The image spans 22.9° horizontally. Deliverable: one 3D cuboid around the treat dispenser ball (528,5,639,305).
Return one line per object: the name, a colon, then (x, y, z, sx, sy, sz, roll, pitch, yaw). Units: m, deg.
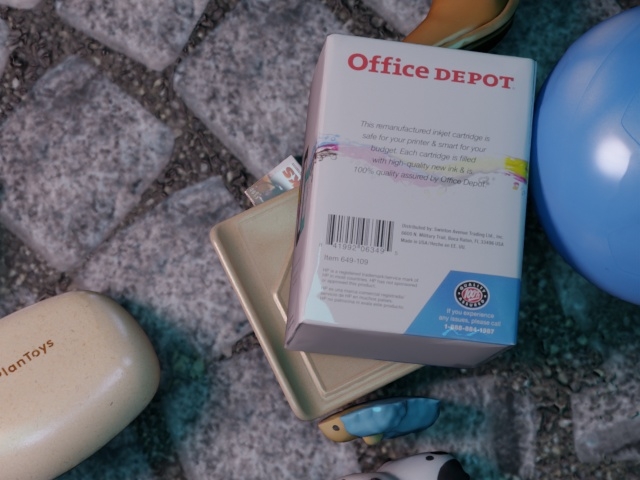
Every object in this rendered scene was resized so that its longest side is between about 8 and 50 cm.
treat dispenser ball: (0.333, -0.079, 1.469, 0.288, 0.288, 0.288, 0, 88, 7)

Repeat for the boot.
boot: (0.134, -0.307, 1.588, 0.283, 0.109, 0.220, -39, 86, 2)

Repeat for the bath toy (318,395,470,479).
bath toy: (0.101, 0.327, 1.557, 0.151, 0.129, 0.348, -17, 88, -7)

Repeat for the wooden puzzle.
wooden puzzle: (0.036, 0.038, 1.603, 0.238, 0.044, 0.221, -25, 83, -11)

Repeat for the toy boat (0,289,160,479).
toy boat: (-0.260, 0.212, 1.574, 0.267, 0.148, 0.318, -28, 55, -12)

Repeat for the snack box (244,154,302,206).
snack box: (0.000, 0.000, 1.641, 0.064, 0.022, 0.178, -38, 85, 1)

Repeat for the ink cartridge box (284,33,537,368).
ink cartridge box: (0.080, -0.031, 1.497, 0.198, 0.197, 0.270, 7, 78, -4)
